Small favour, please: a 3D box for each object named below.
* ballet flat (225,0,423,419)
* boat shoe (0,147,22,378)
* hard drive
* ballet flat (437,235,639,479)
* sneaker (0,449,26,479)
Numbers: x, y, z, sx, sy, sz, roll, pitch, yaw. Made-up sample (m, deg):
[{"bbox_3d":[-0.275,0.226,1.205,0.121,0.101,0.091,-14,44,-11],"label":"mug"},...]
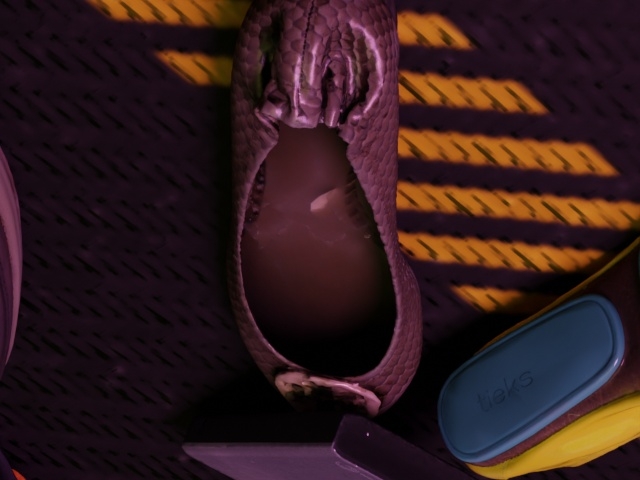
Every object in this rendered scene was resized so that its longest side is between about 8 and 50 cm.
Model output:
[{"bbox_3d":[0.000,0.000,0.766,0.084,0.058,0.250,6,138,5],"label":"ballet flat"},{"bbox_3d":[-0.204,-0.027,0.722,0.132,0.130,0.355,0,137,11],"label":"boat shoe"},{"bbox_3d":[0.010,0.102,0.860,0.094,0.022,0.135,31,160,-25],"label":"hard drive"},{"bbox_3d":[0.143,0.035,0.779,0.077,0.077,0.231,13,146,-36],"label":"ballet flat"},{"bbox_3d":[-0.115,0.185,0.943,0.321,0.124,0.180,2,138,8],"label":"sneaker"}]
